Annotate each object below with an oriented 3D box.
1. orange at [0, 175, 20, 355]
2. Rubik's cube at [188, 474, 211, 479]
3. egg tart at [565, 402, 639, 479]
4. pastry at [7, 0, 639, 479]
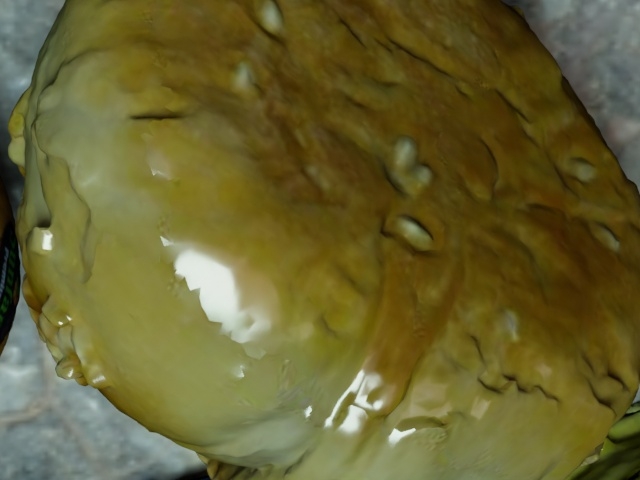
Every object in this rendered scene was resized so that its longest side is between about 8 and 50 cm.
[{"bbox_3d":[-0.227,0.010,0.667,0.206,0.206,0.206,-3,101,-14],"label":"orange"},{"bbox_3d":[-0.068,0.294,0.709,0.284,0.288,0.293,-14,107,-9],"label":"Rubik's cube"},{"bbox_3d":[0.254,0.188,0.768,0.341,0.341,0.132,-24,143,-9],"label":"egg tart"},{"bbox_3d":[0.000,0.000,0.707,0.316,0.184,0.284,23,52,-26],"label":"pastry"}]
